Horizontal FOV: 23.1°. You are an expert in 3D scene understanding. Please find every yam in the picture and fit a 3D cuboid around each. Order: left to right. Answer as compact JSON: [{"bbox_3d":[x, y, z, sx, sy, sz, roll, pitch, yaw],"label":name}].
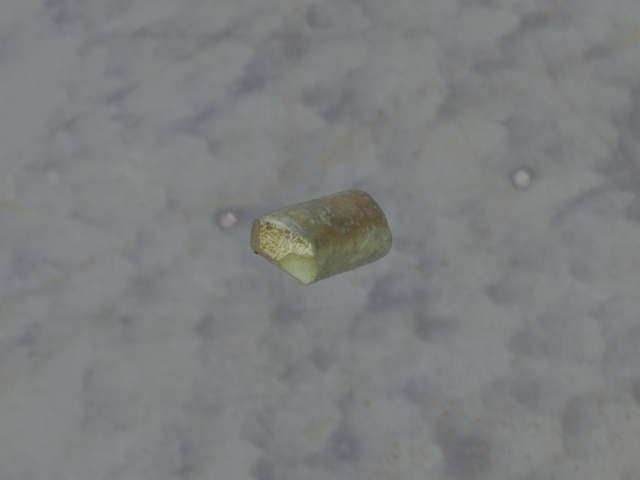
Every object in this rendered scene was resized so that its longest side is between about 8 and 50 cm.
[{"bbox_3d":[0.000,0.000,1.250,0.070,0.146,0.070,12,110,37],"label":"yam"}]
